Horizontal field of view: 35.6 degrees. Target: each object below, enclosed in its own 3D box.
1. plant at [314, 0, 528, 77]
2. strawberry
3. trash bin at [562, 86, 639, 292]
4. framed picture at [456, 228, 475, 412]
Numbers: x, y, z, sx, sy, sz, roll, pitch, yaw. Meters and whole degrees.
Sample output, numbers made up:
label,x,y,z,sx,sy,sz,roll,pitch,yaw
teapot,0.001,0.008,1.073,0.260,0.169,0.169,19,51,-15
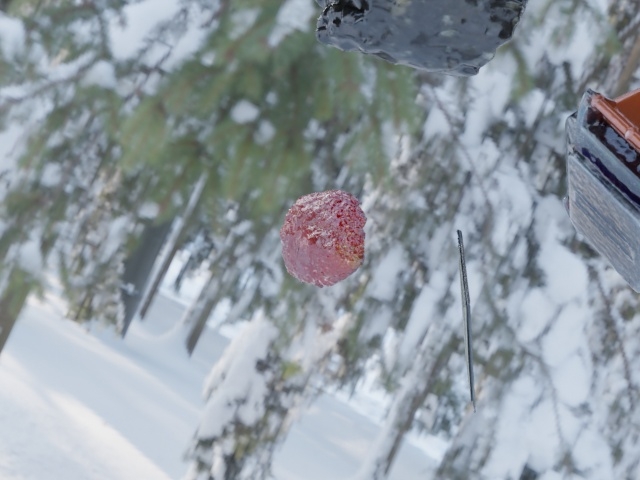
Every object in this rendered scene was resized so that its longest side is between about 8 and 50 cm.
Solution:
label,x,y,z,sx,sy,sz,roll,pitch,yaw
plant,0.038,-0.286,0.917,0.320,0.182,0.194,21,-42,-15
strawberry,0.000,0.000,1.373,0.082,0.147,0.187,12,12,-30
trash bin,0.334,-0.079,0.832,0.161,0.238,0.184,55,-7,37
framed picture,0.213,0.117,1.458,0.010,0.199,0.195,-4,30,7
